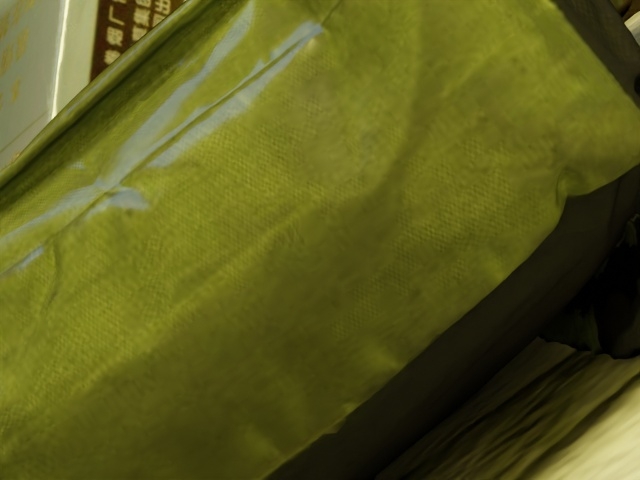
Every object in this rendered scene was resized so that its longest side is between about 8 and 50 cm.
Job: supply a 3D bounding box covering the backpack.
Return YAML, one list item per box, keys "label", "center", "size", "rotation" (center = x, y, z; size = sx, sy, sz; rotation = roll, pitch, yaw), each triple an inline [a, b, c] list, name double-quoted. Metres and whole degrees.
- label: "backpack"
  center: [0.000, 0.000, 0.534]
  size: [0.207, 0.140, 0.253]
  rotation: [-39, 0, 11]

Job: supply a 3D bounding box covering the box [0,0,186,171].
- label: "box"
  center: [-0.110, 0.015, 0.747]
  size: [0.155, 0.067, 0.243]
  rotation: [-33, 48, 54]

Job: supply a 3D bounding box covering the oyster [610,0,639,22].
- label: "oyster"
  center: [0.054, -0.097, 0.860]
  size: [0.337, 0.133, 0.198]
  rotation: [-40, 3, 13]
